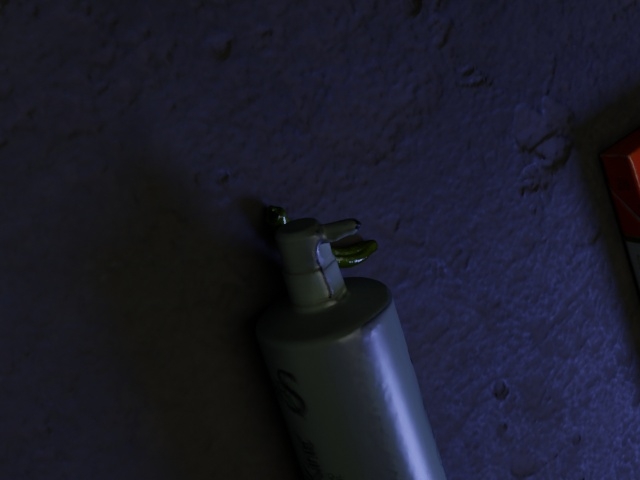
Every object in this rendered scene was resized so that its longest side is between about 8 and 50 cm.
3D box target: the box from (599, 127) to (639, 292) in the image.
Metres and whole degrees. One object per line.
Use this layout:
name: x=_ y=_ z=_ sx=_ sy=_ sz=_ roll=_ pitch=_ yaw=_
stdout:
box: x=0.303 y=0.011 z=0.772 sx=0.139 sy=0.035 sz=0.245 roll=-31 pitch=113 yaw=-23

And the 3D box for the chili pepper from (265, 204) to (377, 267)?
chili pepper: x=0.001 y=0.000 z=0.595 sx=0.083 sy=0.017 sz=0.030 roll=26 pitch=83 yaw=-31

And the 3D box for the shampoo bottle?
shampoo bottle: x=0.023 y=0.110 z=0.588 sx=0.085 sy=0.085 sz=0.263 roll=-27 pitch=112 yaw=-25
